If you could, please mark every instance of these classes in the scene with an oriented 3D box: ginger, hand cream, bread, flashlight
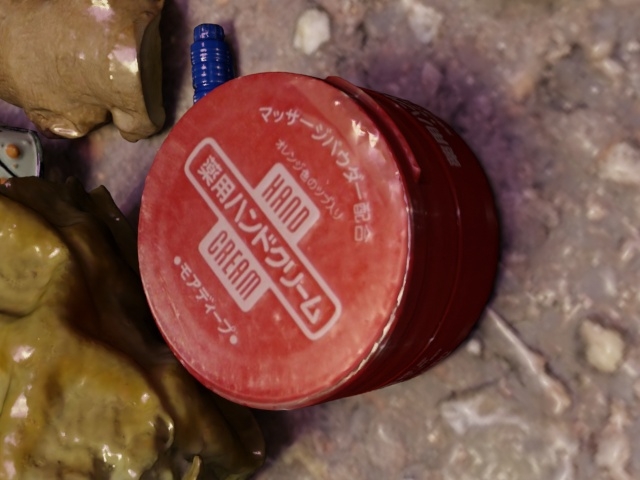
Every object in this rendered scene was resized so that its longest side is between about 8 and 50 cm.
[{"bbox_3d":[-0.200,-0.145,0.748,0.213,0.074,0.137,16,101,26],"label":"ginger"},{"bbox_3d":[0.000,0.000,0.591,0.193,0.125,0.193,0,90,31],"label":"hand cream"},{"bbox_3d":[-0.173,0.095,0.654,0.196,0.238,0.252,-36,76,8],"label":"bread"},{"bbox_3d":[-0.072,-0.090,0.692,0.057,0.035,0.121,-14,77,56],"label":"flashlight"}]

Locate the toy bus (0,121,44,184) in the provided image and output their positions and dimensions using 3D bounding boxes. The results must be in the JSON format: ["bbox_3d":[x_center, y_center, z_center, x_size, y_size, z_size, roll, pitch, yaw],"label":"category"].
[{"bbox_3d":[-0.288,-0.059,0.774,0.194,0.089,0.087,19,104,46],"label":"toy bus"}]
